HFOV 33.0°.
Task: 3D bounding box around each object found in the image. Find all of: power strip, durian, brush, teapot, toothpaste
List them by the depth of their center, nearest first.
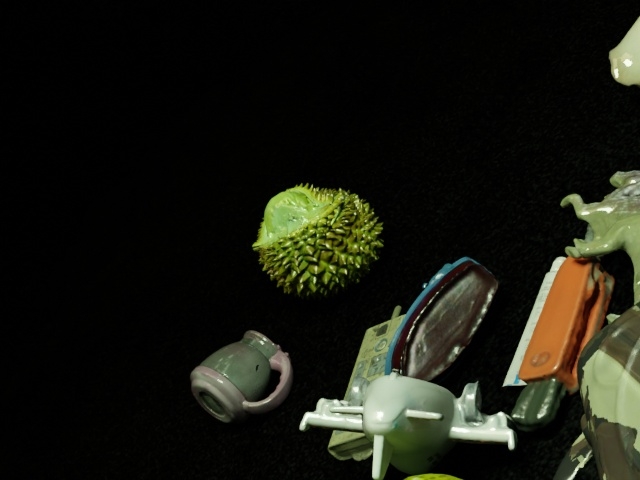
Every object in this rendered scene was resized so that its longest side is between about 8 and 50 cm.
[{"bbox_3d":[0.303,0.090,1.288,0.070,0.051,0.323,-24,33,55],"label":"brush"},{"bbox_3d":[0.274,0.101,1.339,0.048,0.031,0.190,-12,43,49],"label":"toothpaste"},{"bbox_3d":[0.081,0.189,1.508,0.092,0.034,0.268,-26,29,39],"label":"power strip"},{"bbox_3d":[-0.120,0.210,1.723,0.146,0.116,0.148,-46,16,-30],"label":"teapot"},{"bbox_3d":[-0.001,0.001,1.789,0.200,0.177,0.237,-62,21,-14],"label":"durian"}]

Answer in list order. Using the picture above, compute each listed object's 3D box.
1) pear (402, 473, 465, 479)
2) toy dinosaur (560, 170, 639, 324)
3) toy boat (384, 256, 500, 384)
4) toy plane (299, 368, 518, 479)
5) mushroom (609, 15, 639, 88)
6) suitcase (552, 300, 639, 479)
[{"bbox_3d":[0.071,0.358,1.085,0.255,0.164,0.238,-26,27,36],"label":"pear"},{"bbox_3d":[0.372,-0.007,1.254,0.162,0.077,0.294,-20,38,4],"label":"toy dinosaur"},{"bbox_3d":[0.153,0.120,1.433,0.223,0.100,0.097,-52,-1,-15],"label":"toy boat"},{"bbox_3d":[0.100,0.211,1.235,0.252,0.252,0.118,-8,74,55],"label":"toy plane"},{"bbox_3d":[0.509,-0.354,1.428,0.336,0.315,0.314,-57,12,38],"label":"mushroom"},{"bbox_3d":[0.344,0.181,0.882,0.339,0.194,0.351,-42,21,25],"label":"suitcase"}]
